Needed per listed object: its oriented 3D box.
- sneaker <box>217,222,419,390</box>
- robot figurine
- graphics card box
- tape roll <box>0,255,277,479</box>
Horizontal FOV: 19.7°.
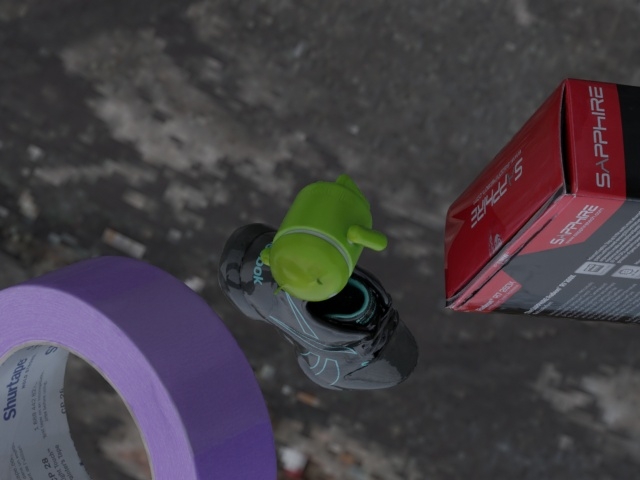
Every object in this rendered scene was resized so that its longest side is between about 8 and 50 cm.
[{"bbox_3d":[0.019,0.074,1.629,0.106,0.101,0.267,12,165,41],"label":"sneaker"},{"bbox_3d":[0.000,0.000,1.452,0.101,0.115,0.067,-14,124,34],"label":"robot figurine"},{"bbox_3d":[0.297,-0.011,1.308,0.371,0.094,0.233,6,157,-14],"label":"graphics card box"},{"bbox_3d":[-0.165,0.154,1.416,0.275,0.090,0.274,15,113,37],"label":"tape roll"}]
